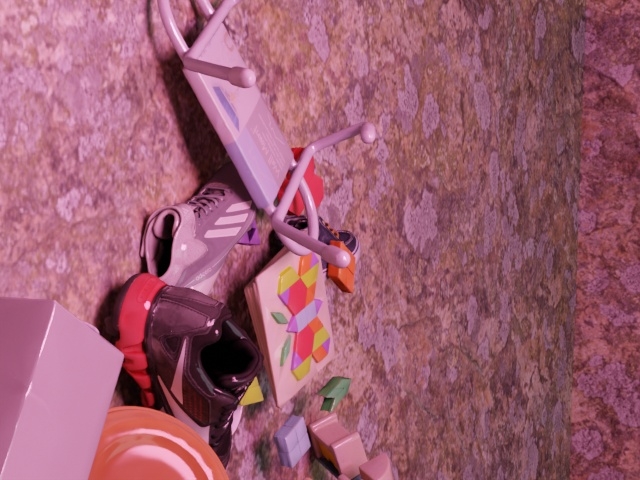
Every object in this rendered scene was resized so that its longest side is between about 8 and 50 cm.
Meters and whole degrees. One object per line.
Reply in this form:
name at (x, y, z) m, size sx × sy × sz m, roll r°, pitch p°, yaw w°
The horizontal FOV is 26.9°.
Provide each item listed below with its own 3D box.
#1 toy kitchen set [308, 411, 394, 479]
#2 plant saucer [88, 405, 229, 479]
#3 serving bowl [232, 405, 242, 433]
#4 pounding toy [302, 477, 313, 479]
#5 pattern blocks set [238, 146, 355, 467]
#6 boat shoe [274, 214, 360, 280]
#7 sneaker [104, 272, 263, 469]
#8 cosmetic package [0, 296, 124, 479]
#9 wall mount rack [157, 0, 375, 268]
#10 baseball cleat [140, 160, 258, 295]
toy kitchen set at (-0.017, 0.340, 1.688) m, size 0.207 × 0.166 × 0.122 m, roll -26°, pitch 122°, yaw -22°
plant saucer at (-0.161, 0.244, 1.228) m, size 0.200 × 0.037 × 0.200 m, roll 17°, pitch 56°, yaw -27°
serving bowl at (-0.116, 0.178, 1.481) m, size 0.083 × 0.027 × 0.083 m, roll 0°, pitch 90°, yaw -66°
pounding toy at (-0.072, 0.324, 1.464) m, size 0.269 × 0.154 × 0.154 m, roll -9°, pitch 101°, yaw -43°
pattern blocks set at (-0.030, 0.088, 1.559) m, size 0.285 × 0.026 × 0.324 m, roll -55°, pitch 138°, yaw -40°
boat shoe at (0.000, 0.000, 1.677) m, size 0.183 × 0.065 × 0.083 m, roll -36°, pitch 127°, yaw -59°
sneaker at (-0.118, 0.153, 1.339) m, size 0.097 × 0.135 × 0.276 m, roll -64°, pitch 152°, yaw -45°
cosmetic package at (-0.255, 0.173, 1.080) m, size 0.127 × 0.107 × 0.238 m, roll 55°, pitch 41°, yaw -55°
wall mount rack at (-0.047, -0.122, 1.359) m, size 0.350 × 0.130 × 0.304 m, roll 61°, pitch 24°, yaw -24°
baseball cleat at (-0.122, -0.023, 1.393) m, size 0.109 × 0.072 × 0.206 m, roll 65°, pitch 35°, yaw -46°
